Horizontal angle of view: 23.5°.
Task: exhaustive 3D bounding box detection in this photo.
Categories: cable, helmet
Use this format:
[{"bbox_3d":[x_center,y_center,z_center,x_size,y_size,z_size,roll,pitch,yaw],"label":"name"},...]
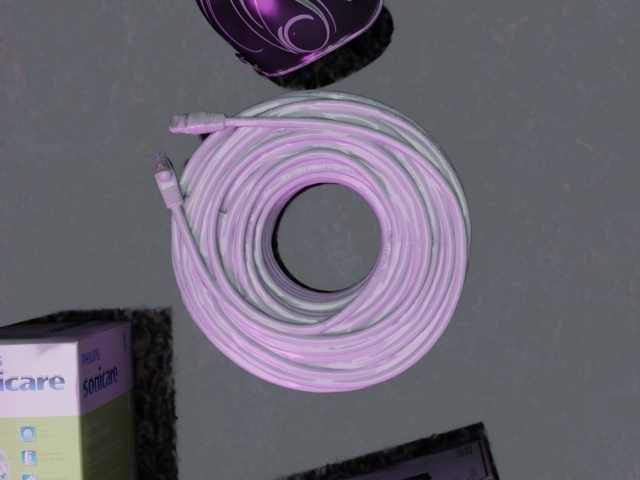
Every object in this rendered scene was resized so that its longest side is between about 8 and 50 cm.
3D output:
[{"bbox_3d":[0.000,0.000,1.316,0.257,0.089,0.257,-9,91,4],"label":"cable"},{"bbox_3d":[-0.029,-0.237,1.277,0.169,0.169,0.161,-31,105,4],"label":"helmet"}]

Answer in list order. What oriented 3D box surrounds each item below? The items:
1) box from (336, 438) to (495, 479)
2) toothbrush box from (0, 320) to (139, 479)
[{"bbox_3d":[0.013,0.258,1.282,0.290,0.169,0.087,-16,92,3],"label":"box"},{"bbox_3d":[-0.226,0.214,1.278,0.122,0.206,0.283,-1,92,5],"label":"toothbrush box"}]
